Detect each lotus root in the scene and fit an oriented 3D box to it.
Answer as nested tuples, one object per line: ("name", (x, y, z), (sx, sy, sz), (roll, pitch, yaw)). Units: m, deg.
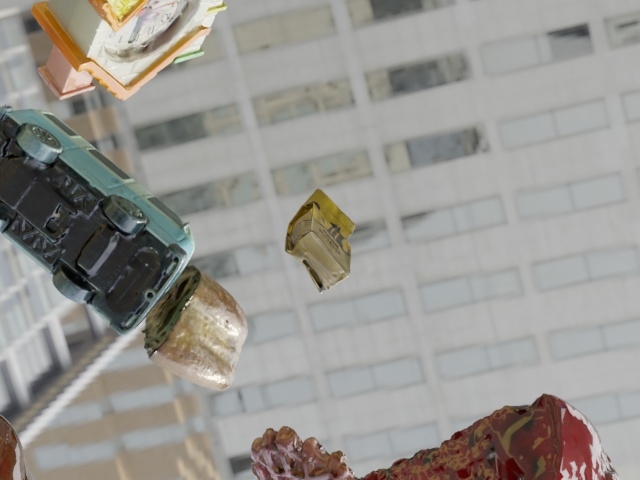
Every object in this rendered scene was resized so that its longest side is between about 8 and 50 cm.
("lotus root", (-0.142, 0.095, 1.786), (0.095, 0.135, 0.159), (-37, -139, 21))

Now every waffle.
("waffle", (-0.001, 0.336, 1.933), (0.055, 0.234, 0.221), (-41, 167, -32))

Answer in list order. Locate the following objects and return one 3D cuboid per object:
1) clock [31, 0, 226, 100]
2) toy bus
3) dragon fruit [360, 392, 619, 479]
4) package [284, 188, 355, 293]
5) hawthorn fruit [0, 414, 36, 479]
("clock", (-0.177, -0.252, 1.532), (0.220, 0.106, 0.255), (-24, 157, -39))
("toy bus", (-0.270, -0.029, 1.741), (0.133, 0.271, 0.165), (-52, 176, 15))
("dragon fruit", (0.129, 0.322, 1.328), (0.240, 0.302, 0.330), (7, -114, 26))
("package", (0.000, 0.000, 1.694), (0.047, 0.071, 0.131), (-39, -162, 18))
("hawthorn fruit", (-0.344, 0.241, 1.209), (0.208, 0.208, 0.248), (-6, -142, 34))
